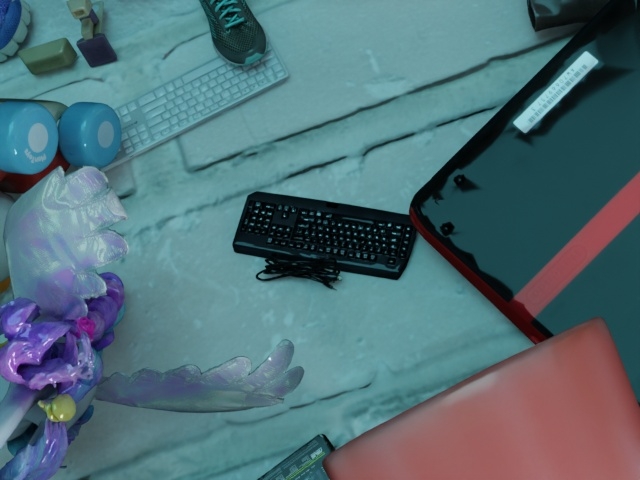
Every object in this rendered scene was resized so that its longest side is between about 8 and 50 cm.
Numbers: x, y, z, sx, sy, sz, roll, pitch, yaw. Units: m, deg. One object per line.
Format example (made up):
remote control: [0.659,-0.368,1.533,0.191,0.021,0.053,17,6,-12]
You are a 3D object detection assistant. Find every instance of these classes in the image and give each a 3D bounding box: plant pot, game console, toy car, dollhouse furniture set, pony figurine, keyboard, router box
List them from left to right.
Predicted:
toy car: [-0.358,-0.037,1.142,0.219,0.210,0.237,7,100,24]
pony figurine: [-0.246,0.123,0.956,0.351,0.302,0.363,-14,33,45]
dollhouse furniture set: [-0.311,-0.258,1.252,0.114,0.091,0.081,-15,52,9]
keyboard: [-0.163,-0.157,1.211,0.256,0.014,0.072,-27,66,1]
router box: [-0.019,0.258,1.007,0.122,0.038,0.092,-36,66,-3]
keyboard: [0.000,0.000,1.104,0.192,0.038,0.100,8,71,16]
plant pot: [0.171,0.230,0.870,0.275,0.275,0.243,-27,77,1]
game console: [0.331,-0.049,1.019,0.386,0.060,0.342,-45,69,-1]

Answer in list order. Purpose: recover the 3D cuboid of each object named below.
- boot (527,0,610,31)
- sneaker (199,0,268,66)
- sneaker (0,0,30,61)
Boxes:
boot: [0.320,-0.345,1.140,0.207,0.090,0.248,-3,72,8]
sneaker: [-0.113,-0.270,1.205,0.065,0.076,0.166,-29,61,1]
sneaker: [-0.524,-0.302,1.270,0.330,0.147,0.129,4,70,14]
